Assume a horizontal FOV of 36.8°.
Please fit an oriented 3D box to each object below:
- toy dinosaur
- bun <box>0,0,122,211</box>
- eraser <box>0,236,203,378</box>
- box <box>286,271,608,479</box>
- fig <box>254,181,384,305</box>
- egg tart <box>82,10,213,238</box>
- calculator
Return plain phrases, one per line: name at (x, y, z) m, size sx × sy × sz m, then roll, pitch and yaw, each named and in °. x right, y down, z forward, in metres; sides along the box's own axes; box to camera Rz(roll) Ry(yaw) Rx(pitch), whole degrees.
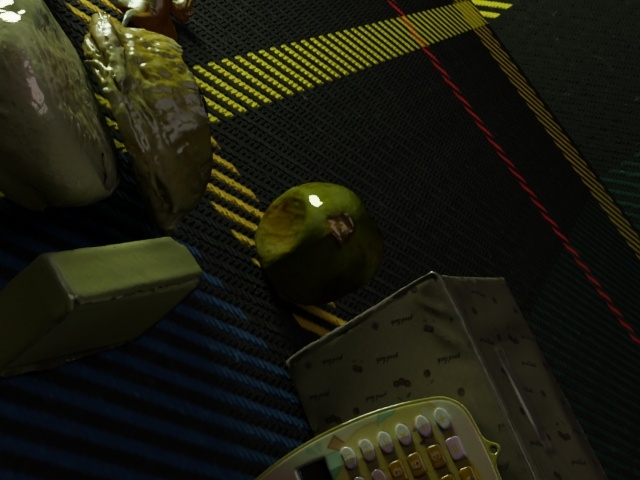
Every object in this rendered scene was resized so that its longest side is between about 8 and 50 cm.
toy dinosaur at (-0.220, -0.291, 1.242) m, size 0.142 × 0.057 × 0.212 m, roll 54°, pitch 32°, yaw -45°
bun at (-0.266, -0.118, 0.861) m, size 0.237 × 0.116 × 0.209 m, roll 117°, pitch -49°, yaw -87°
eraser at (-0.193, 0.052, 0.810) m, size 0.058 × 0.117 × 0.172 m, roll 56°, pitch 27°, yaw 13°
box at (0.141, 0.214, 1.032) m, size 0.190 × 0.225 × 0.297 m, roll 7°, pitch 54°, yaw -54°
fig at (0.000, 0.000, 1.133) m, size 0.154 × 0.165 × 0.144 m, roll 25°, pitch 67°, yaw 2°
egg tart at (-0.166, -0.123, 0.978) m, size 0.252 × 0.099 × 0.231 m, roll -121°, pitch -164°, yaw -60°
calculator at (0.060, 0.242, 0.901) m, size 0.033 × 0.237 × 0.157 m, roll 63°, pitch 4°, yaw -67°
